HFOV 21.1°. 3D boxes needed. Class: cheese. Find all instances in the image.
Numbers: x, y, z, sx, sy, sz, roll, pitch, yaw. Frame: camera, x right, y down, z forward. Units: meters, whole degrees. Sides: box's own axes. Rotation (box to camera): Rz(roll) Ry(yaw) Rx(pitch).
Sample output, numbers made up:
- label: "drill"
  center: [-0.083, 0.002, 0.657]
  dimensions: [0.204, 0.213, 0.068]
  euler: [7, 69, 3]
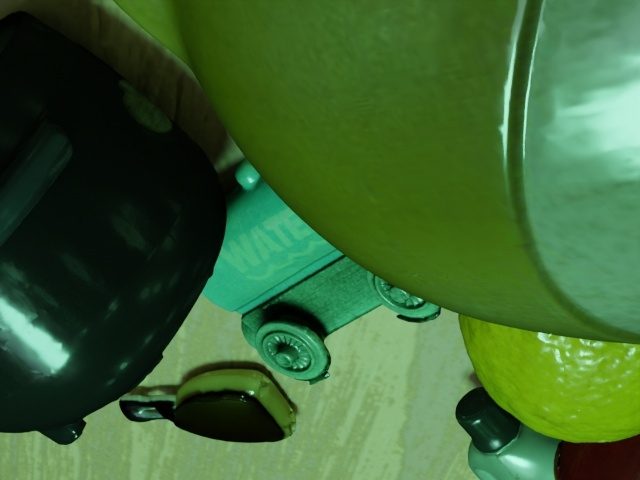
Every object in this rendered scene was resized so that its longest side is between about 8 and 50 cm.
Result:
- label: "cheese"
  center: [-0.105, 0.146, 1.489]
  dimensions: [0.162, 0.036, 0.086]
  euler: [-6, 140, 30]

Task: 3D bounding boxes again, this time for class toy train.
- label: "toy train"
  center: [0.000, 0.000, 1.212]
  dimensions: [0.159, 0.101, 0.248]
  euler: [45, 137, -11]

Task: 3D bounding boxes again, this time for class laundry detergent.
- label: "laundry detergent"
  center: [0.183, 0.195, 1.397]
  dimensions: [0.099, 0.070, 0.226]
  euler: [-10, 137, 42]

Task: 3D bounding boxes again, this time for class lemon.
- label: "lemon"
  center: [0.175, 0.037, 1.113]
  dimensions: [0.180, 0.181, 0.193]
  euler: [-4, 139, 28]

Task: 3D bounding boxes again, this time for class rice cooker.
- label: "rice cooker"
  center: [-0.206, -0.001, 1.162]
  dimensions: [0.267, 0.267, 0.224]
  euler: [-22, 120, 42]

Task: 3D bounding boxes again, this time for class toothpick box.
- label: "toothpick box"
  center: [0.141, -0.163, 0.682]
  dimensions: [0.425, 0.409, 0.409]
  euler: [-11, 135, 32]

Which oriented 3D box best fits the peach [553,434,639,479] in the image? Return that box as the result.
- label: "peach"
  center: [0.268, 0.156, 1.220]
  dimensions: [0.197, 0.197, 0.197]
  euler: [12, 143, 9]
